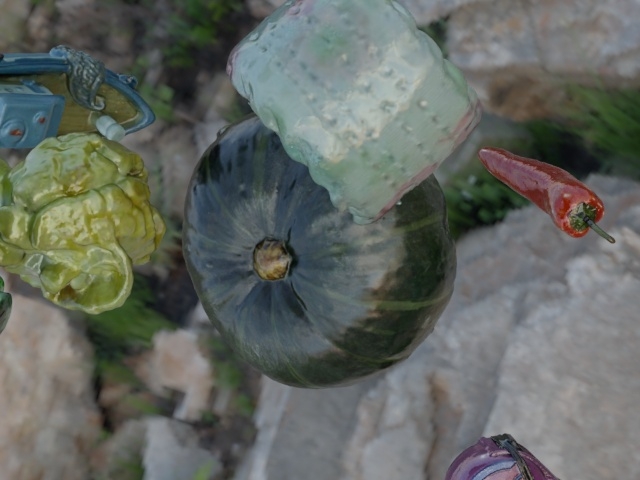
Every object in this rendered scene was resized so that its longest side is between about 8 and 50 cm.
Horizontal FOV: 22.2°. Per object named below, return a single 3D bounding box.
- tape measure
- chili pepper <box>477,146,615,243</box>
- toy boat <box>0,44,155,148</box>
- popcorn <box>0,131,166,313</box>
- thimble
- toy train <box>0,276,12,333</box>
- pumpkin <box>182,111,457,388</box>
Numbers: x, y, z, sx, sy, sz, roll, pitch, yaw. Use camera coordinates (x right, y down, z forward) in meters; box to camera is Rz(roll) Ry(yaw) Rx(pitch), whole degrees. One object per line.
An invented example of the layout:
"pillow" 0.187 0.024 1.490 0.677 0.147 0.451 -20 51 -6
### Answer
"tape measure" 0.196 0.277 1.767 0.118 0.125 0.074 -44 16 0
"chili pepper" 0.278 -0.059 1.975 0.063 0.071 0.272 -47 36 -1
"toy boat" -0.273 -0.139 1.698 0.098 0.238 0.109 40 119 38
"popcorn" -0.191 -0.019 1.256 0.162 0.141 0.135 33 97 21
"thimble" 0.034 -0.117 1.339 0.149 0.211 0.185 -41 43 4
"toy train" -0.322 0.020 1.078 0.132 0.243 0.188 -64 0 -27
"pumpkin" 0.000 0.000 1.676 0.300 0.207 0.300 14 113 34
